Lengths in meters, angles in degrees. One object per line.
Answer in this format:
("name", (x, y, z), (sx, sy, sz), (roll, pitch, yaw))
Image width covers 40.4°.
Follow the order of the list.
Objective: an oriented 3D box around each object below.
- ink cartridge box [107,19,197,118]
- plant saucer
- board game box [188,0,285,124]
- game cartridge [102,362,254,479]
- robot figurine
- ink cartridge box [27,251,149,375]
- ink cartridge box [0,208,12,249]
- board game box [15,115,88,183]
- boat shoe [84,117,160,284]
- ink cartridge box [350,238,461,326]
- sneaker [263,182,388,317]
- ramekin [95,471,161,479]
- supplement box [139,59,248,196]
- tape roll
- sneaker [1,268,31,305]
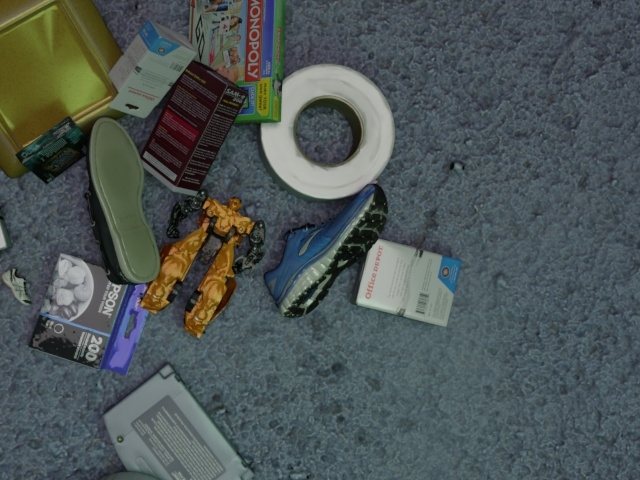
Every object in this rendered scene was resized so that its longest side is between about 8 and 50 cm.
("ink cartridge box", (-0.341, -0.334, 1.710), (0.180, 0.104, 0.060), (-46, 60, 21))
("plant saucer", (-0.549, -0.324, 1.696), (0.332, 0.081, 0.333), (-32, 119, -9))
("board game box", (-0.174, -0.397, 1.782), (0.213, 0.046, 0.318), (1, 87, 30))
("game cartridge", (-0.301, 0.428, 1.793), (0.198, 0.062, 0.297), (-37, 94, -4))
("robot figurine", (-0.242, 0.039, 1.791), (0.211, 0.085, 0.291), (30, 80, -7))
("ink cartridge box", (-0.462, 0.153, 1.777), (0.208, 0.045, 0.206), (19, 88, -9))
("ink cartridge box", (-0.746, -0.120, 1.735), (0.165, 0.065, 0.333), (-16, 92, -9))
("board game box", (-0.516, -0.175, 1.709), (0.126, 0.186, 0.026), (-38, 86, -8))
("boat shoe", (-0.415, -0.070, 1.741), (0.127, 0.113, 0.340), (-15, 86, -50))
("ink cartridge box", (0.180, 0.089, 1.859), (0.203, 0.086, 0.148), (15, 85, -7))
("sneaker", (0.000, 0.000, 1.789), (0.330, 0.129, 0.147), (-46, 64, 9))
("ramekin", (-0.384, 0.591, 1.704), (0.277, 0.135, 0.277), (0, 100, 1))
("supplement box", (-0.258, -0.225, 1.746), (0.130, 0.073, 0.239), (37, 105, 31))
("tape roll", (0.011, -0.222, 1.836), (0.286, 0.100, 0.286), (0, 88, -9))
("sneaker", (-0.609, 0.094, 1.765), (0.037, 0.032, 0.083), (-37, 94, -8))
